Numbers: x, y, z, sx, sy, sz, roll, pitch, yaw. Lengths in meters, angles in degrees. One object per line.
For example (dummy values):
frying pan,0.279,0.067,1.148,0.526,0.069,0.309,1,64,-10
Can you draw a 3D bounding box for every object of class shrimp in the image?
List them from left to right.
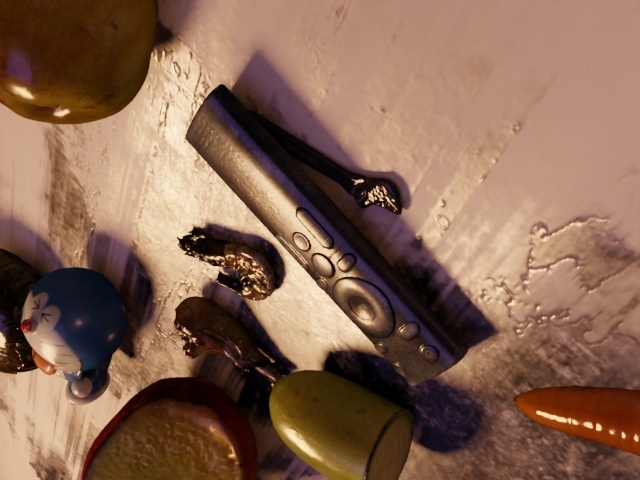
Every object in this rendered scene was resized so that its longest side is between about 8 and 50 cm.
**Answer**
shrimp,-0.124,0.034,0.976,0.161,0.034,0.091,19,131,31

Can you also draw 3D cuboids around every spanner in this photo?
spanner,-0.001,-0.083,0.793,0.208,0.012,0.046,33,136,20

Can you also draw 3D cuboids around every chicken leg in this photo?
chicken leg,-0.128,0.145,1.045,0.178,0.070,0.093,30,112,5

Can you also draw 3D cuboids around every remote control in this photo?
remote control,0.000,0.000,0.822,0.377,0.044,0.107,48,150,1

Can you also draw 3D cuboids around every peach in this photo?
peach,-0.219,0.320,1.126,0.275,0.248,0.245,-65,29,13

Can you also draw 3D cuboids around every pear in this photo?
pear,-0.272,-0.216,0.810,0.200,0.200,0.200,24,133,28

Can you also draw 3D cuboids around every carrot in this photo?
carrot,0.244,0.132,0.512,0.271,0.066,0.062,16,85,43

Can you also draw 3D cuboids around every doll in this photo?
doll,-0.397,0.152,1.225,0.215,0.161,0.257,58,151,33

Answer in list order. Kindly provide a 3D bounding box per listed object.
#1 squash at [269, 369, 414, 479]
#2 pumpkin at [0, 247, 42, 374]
squash,0.013,0.223,0.930,0.186,0.123,0.123,24,133,27
pumpkin,-0.568,0.130,1.358,0.237,0.159,0.238,21,127,31
